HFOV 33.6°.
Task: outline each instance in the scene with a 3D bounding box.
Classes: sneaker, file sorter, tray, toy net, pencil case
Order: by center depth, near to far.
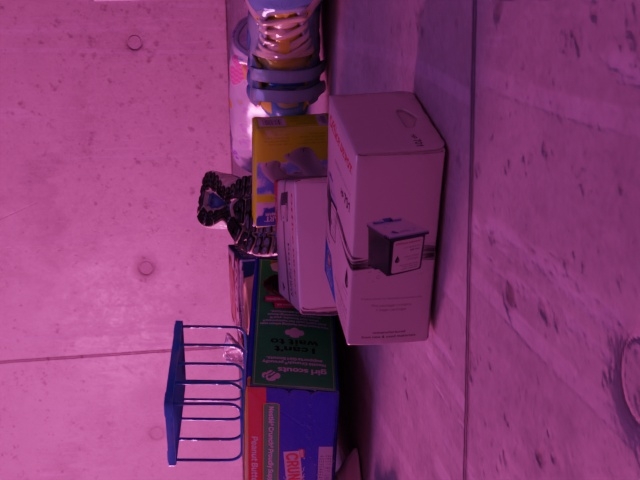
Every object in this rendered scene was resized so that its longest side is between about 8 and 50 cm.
[{"bbox_3d":[-0.042,-0.262,1.390,0.319,0.127,0.208,-82,-8,-84],"label":"sneaker"},{"bbox_3d":[0.028,0.384,1.458,0.270,0.030,0.145,106,160,-66],"label":"tray"},{"bbox_3d":[-0.157,0.211,1.474,0.170,0.104,0.118,-92,3,-54],"label":"file sorter"},{"bbox_3d":[-0.083,-0.228,1.683,0.273,0.124,0.114,98,-179,-50],"label":"pencil case"},{"bbox_3d":[-0.087,-0.051,1.799,0.330,0.147,0.130,28,110,59],"label":"sneaker"},{"bbox_3d":[-0.128,0.259,2.000,0.122,0.045,0.232,49,176,42],"label":"toy net"}]

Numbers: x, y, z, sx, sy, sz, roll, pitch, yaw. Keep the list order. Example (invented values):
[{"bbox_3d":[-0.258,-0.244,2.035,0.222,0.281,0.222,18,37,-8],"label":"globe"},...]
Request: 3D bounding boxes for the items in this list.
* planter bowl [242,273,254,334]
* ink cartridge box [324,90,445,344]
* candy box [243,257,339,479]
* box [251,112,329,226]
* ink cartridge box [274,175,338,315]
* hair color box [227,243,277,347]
[{"bbox_3d":[-0.073,0.107,1.771,0.162,0.109,0.162,176,90,-81],"label":"planter bowl"},{"bbox_3d":[0.054,-0.022,0.962,0.140,0.082,0.191,-108,15,-60],"label":"ink cartridge box"},{"bbox_3d":[-0.042,0.216,1.432,0.317,0.122,0.268,-96,9,-62],"label":"candy box"},{"bbox_3d":[-0.041,-0.089,1.480,0.042,0.109,0.178,-108,17,-54],"label":"box"},{"bbox_3d":[0.000,0.000,1.298,0.218,0.092,0.159,-163,70,-79],"label":"ink cartridge box"},{"bbox_3d":[-0.120,0.104,2.101,0.347,0.105,0.174,-154,61,-81],"label":"hair color box"}]
